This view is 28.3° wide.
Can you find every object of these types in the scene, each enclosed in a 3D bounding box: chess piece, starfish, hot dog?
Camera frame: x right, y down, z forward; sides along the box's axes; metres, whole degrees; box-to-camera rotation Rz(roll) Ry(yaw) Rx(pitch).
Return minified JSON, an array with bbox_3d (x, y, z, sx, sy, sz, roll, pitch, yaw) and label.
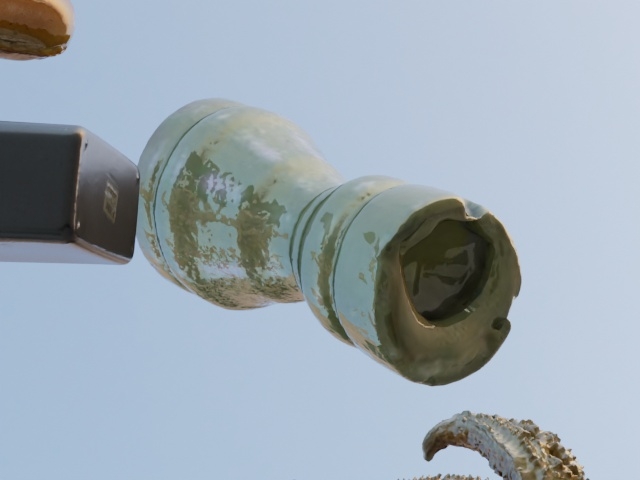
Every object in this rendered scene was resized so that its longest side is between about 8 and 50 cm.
[{"bbox_3d":[0.000,0.000,1.294,0.234,0.442,0.234,-11,-70,-33],"label":"chess piece"},{"bbox_3d":[0.118,0.157,0.626,0.216,0.238,0.071,8,-67,-24],"label":"starfish"},{"bbox_3d":[-0.356,-0.221,1.092,0.337,0.135,0.100,1,-72,-55],"label":"hot dog"}]

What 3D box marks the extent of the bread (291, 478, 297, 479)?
[{"bbox_3d":[-0.095,0.389,1.292,0.198,0.263,0.236,44,-137,-13],"label":"bread"}]

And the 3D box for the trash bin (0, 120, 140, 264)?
[{"bbox_3d":[-0.267,-0.034,0.931,0.236,0.177,0.101,3,-99,8],"label":"trash bin"}]
